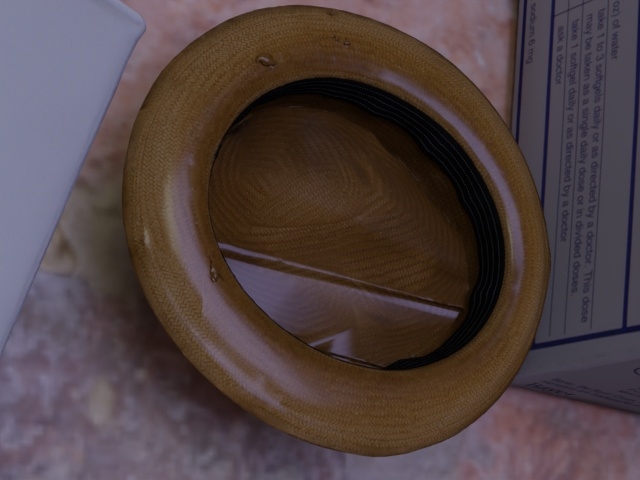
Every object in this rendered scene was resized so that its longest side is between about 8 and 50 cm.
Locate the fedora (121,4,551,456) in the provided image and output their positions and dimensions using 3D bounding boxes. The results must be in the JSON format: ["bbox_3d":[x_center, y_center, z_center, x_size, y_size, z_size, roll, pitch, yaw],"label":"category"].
[{"bbox_3d":[0.000,0.000,0.687,0.194,0.079,0.194,7,75,-27],"label":"fedora"}]

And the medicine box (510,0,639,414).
[{"bbox_3d":[0.225,-0.068,0.724,0.149,0.289,0.263,15,72,-31],"label":"medicine box"}]

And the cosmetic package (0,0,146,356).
[{"bbox_3d":[-0.216,0.085,0.442,0.156,0.217,0.385,32,66,-24],"label":"cosmetic package"}]
